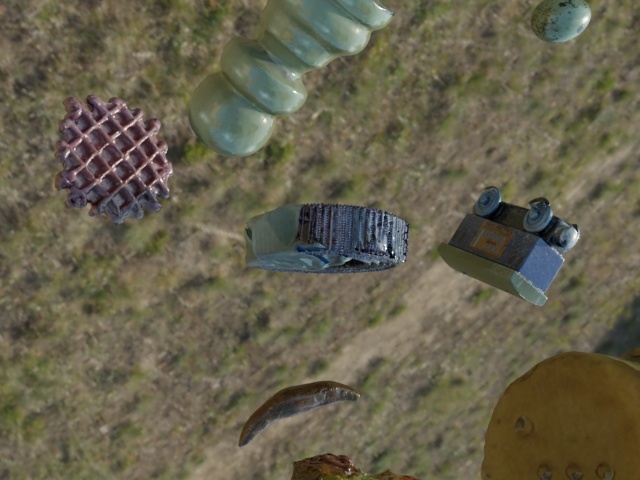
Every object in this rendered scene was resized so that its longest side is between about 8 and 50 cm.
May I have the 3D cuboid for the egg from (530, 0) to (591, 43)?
[{"bbox_3d":[0.432,-0.399,1.694,0.110,0.085,0.085,-16,147,-11],"label":"egg"}]

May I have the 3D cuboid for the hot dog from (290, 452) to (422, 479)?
[{"bbox_3d":[0.043,0.360,0.956,0.185,0.223,0.405,-6,129,14],"label":"hot dog"}]

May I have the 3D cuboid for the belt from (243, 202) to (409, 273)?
[{"bbox_3d":[0.000,0.000,1.739,0.260,0.122,0.325,10,170,-42],"label":"belt"}]

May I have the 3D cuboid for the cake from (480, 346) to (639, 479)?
[{"bbox_3d":[0.433,0.316,1.286,0.321,0.332,0.332,13,123,-38],"label":"cake"}]

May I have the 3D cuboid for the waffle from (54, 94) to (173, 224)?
[{"bbox_3d":[-0.349,-0.138,1.611,0.055,0.221,0.234,-11,164,43],"label":"waffle"}]

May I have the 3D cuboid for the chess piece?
[{"bbox_3d":[-0.064,-0.262,1.374,0.330,0.182,0.182,-48,151,17],"label":"chess piece"}]

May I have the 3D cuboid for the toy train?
[{"bbox_3d":[0.396,0.008,1.969,0.131,0.299,0.202,34,86,-28],"label":"toy train"}]

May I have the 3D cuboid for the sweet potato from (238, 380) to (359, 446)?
[{"bbox_3d":[-0.048,0.313,1.800,0.255,0.058,0.078,-19,109,-21],"label":"sweet potato"}]
